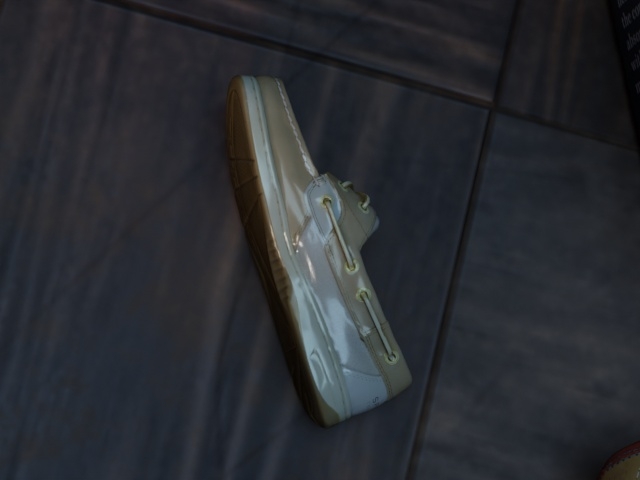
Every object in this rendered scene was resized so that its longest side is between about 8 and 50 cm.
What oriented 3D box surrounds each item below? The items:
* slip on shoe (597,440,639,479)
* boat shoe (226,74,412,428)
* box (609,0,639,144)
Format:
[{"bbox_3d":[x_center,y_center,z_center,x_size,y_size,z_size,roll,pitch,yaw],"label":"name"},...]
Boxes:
[{"bbox_3d":[0.279,0.098,0.771,0.331,0.123,0.101,-16,53,-16],"label":"slip on shoe"},{"bbox_3d":[0.000,0.000,0.770,0.059,0.063,0.170,-16,92,-14],"label":"boat shoe"},{"bbox_3d":[0.289,-0.221,0.773,0.293,0.212,0.395,-9,82,-10],"label":"box"}]
